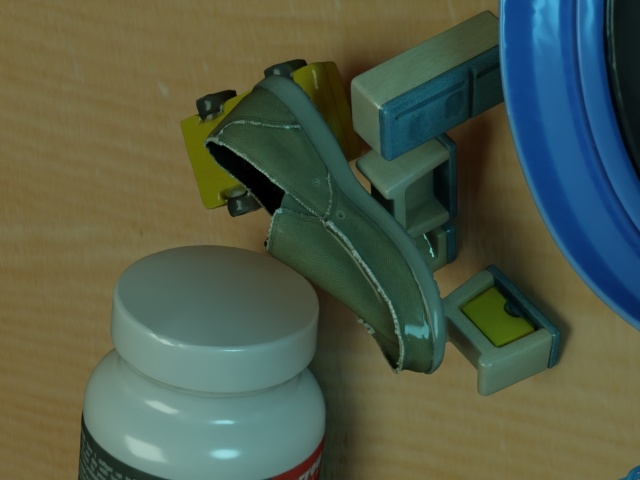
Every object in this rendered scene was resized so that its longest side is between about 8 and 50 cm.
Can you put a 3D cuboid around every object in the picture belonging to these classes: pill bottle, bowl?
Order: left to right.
[{"bbox_3d":[-0.105,0.203,1.616,0.210,0.210,0.363,36,130,42],"label":"pill bottle"},{"bbox_3d":[0.242,-0.131,1.058,0.391,0.077,0.391,10,101,60],"label":"bowl"}]

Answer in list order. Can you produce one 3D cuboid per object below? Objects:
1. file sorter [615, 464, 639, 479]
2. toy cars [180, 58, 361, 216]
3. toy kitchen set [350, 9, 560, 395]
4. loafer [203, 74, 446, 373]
[{"bbox_3d":[0.250,0.185,1.200,0.170,0.118,0.104,-42,66,52],"label":"file sorter"},{"bbox_3d":[0.004,-0.168,1.445,0.176,0.087,0.393,43,131,30],"label":"toy cars"},{"bbox_3d":[0.120,-0.023,1.336,0.166,0.122,0.207,47,157,33],"label":"toy kitchen set"},{"bbox_3d":[0.000,0.000,1.346,0.251,0.087,0.094,55,160,16],"label":"loafer"}]
